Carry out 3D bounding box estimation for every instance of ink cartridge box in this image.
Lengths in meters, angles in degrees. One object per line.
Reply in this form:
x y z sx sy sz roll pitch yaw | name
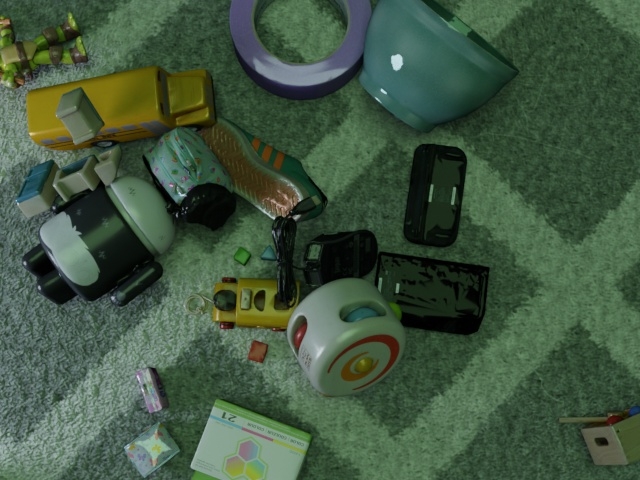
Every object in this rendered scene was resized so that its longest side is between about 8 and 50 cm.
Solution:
-0.143 0.437 1.644 0.189 0.097 0.255 20 80 2 | ink cartridge box

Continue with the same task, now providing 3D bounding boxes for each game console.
0.224 -0.008 1.749 0.213 0.044 0.361 9 81 -1 | game console

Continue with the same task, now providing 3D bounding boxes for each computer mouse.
0.000 0.000 1.667 0.262 0.060 0.184 -20 113 -42 | computer mouse

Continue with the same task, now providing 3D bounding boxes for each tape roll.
-0.038 -0.419 1.786 0.275 0.090 0.275 0 80 -1 | tape roll

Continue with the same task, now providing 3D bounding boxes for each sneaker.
-0.113 -0.133 1.741 0.302 0.121 0.108 42 113 22 | sneaker

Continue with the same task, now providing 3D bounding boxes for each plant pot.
0.194 -0.326 1.699 0.293 0.293 0.196 39 109 5 | plant pot

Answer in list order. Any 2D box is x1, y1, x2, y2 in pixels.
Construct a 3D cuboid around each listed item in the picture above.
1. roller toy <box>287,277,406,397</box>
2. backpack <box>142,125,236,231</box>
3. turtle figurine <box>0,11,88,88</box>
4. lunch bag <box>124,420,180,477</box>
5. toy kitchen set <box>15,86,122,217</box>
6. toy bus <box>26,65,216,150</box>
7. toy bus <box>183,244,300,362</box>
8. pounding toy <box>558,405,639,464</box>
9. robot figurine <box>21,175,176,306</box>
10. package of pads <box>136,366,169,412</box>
0.047 0.179 1.624 0.209 0.191 0.146 -39 50 7 | roller toy
-0.240 -0.118 1.679 0.115 0.152 0.182 -40 67 9 | backpack
-0.563 -0.351 1.758 0.217 0.087 0.269 -18 48 -9 | turtle figurine
-0.309 0.383 1.673 0.083 0.053 0.071 -37 85 -16 | lunch bag
-0.476 -0.170 1.649 0.207 0.122 0.166 -21 122 12 | toy kitchen set
-0.371 -0.251 1.717 0.333 0.130 0.108 -8 81 14 | toy bus
-0.129 0.114 1.692 0.202 0.104 0.191 -43 84 -7 | toy bus
0.537 0.345 1.662 0.130 0.141 0.100 -18 81 -18 | pounding toy
-0.400 0.002 1.675 0.278 0.173 0.209 -35 110 -6 | robot figurine
-0.310 0.277 1.690 0.032 0.050 0.083 -21 82 1 | package of pads
